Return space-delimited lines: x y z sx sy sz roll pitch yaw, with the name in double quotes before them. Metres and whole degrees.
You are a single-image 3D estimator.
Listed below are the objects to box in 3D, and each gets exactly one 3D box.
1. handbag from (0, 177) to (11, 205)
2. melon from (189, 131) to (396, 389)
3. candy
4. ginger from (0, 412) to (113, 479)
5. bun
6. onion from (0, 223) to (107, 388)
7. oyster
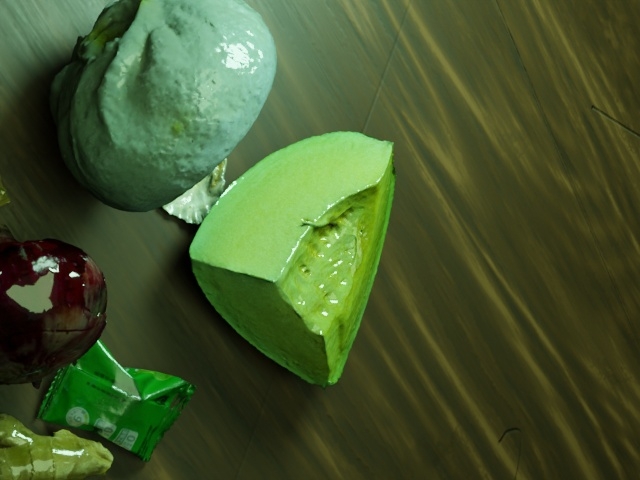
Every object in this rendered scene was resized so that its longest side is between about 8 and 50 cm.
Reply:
"handbag" -0.473 -0.080 1.550 0.061 0.027 0.083 -25 101 -30
"melon" 0.000 0.000 1.750 0.331 0.226 0.343 41 54 -12
"candy" -0.295 0.229 1.629 0.203 0.078 0.141 28 74 -24
"ginger" -0.392 0.314 1.560 0.205 0.081 0.115 18 47 -23
"bun" -0.227 -0.216 1.531 0.211 0.362 0.362 41 68 -28
"onion" -0.407 0.080 1.477 0.252 0.252 0.219 -16 74 -32
"oyster" -0.196 -0.098 1.717 0.122 0.045 0.146 -25 109 -34
